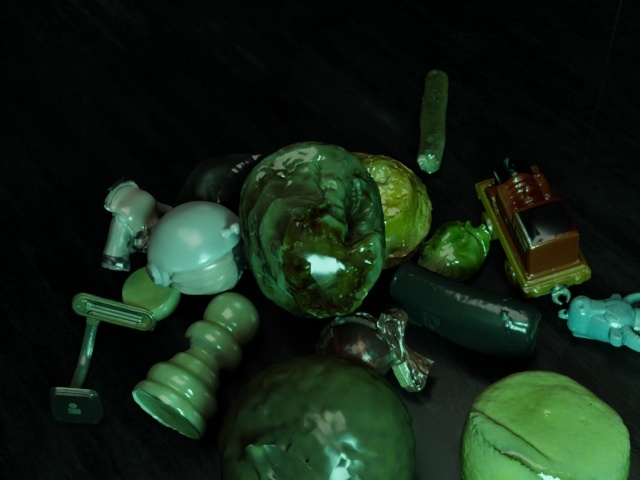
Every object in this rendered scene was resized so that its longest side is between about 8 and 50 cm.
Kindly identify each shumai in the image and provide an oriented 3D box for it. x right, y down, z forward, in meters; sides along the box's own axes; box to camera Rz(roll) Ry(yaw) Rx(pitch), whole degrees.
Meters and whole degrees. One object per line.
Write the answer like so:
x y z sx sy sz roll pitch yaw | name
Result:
0.000 0.000 1.818 0.324 0.397 0.323 -9 13 -5 | shumai

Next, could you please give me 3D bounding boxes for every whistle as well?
0.650 0.179 1.862 0.274 0.093 0.186 8 33 13 | whistle

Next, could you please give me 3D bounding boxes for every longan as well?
-0.001 0.411 1.665 0.391 0.391 0.391 -5 57 8 | longan

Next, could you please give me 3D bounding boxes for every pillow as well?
-0.261 -0.152 2.201 0.186 0.106 0.250 -52 26 -24 | pillow

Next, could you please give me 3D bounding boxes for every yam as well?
0.294 -0.313 2.261 0.071 0.067 0.317 -6 54 24 | yam

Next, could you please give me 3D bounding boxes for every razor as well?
0.311 0.157 1.886 0.327 0.189 0.107 21 63 26 | razor

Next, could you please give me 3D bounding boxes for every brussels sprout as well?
0.306 0.031 2.025 0.181 0.100 0.139 -34 71 -16 | brussels sprout

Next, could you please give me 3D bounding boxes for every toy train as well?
0.476 -0.029 1.944 0.163 0.232 0.369 -17 55 -1 | toy train

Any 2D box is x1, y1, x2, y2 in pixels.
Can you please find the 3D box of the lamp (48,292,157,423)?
-0.499 0.282 2.018 0.203 0.124 0.283 6 59 1 | lamp

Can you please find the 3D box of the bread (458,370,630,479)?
0.425 0.416 1.676 0.320 0.237 0.320 1 47 -1 | bread

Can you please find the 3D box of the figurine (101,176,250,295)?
-0.338 0.004 2.045 0.361 0.211 0.253 21 58 22 | figurine

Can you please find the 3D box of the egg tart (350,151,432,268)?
0.116 -0.090 2.082 0.341 0.129 0.341 2 64 -4 | egg tart

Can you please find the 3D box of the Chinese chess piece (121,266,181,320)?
-0.412 0.130 2.123 0.144 0.058 0.144 -4 57 6 | Chinese chess piece

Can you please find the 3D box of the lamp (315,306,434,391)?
0.104 0.253 1.881 0.223 0.215 0.151 -19 14 36 | lamp

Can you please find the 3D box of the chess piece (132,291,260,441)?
-0.253 0.261 1.948 0.182 0.182 0.330 21 59 23 | chess piece
